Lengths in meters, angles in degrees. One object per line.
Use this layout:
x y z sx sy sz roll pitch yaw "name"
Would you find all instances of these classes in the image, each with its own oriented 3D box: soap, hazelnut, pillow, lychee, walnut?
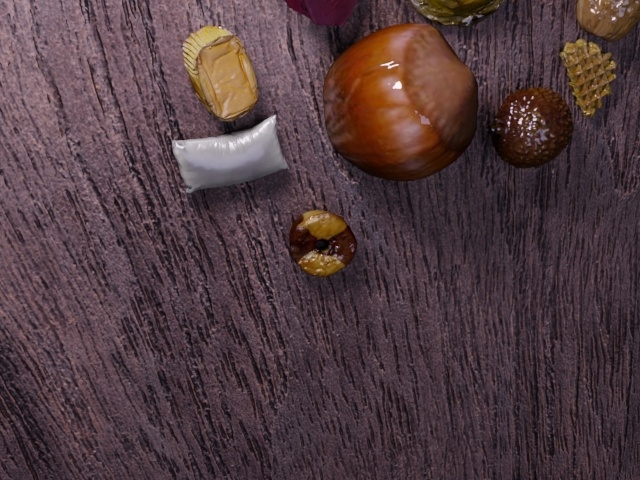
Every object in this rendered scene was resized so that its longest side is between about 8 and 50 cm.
-0.002 -0.538 1.637 0.162 0.099 0.250 -53 159 -6 "soap"
0.176 -0.295 1.775 0.372 0.315 0.373 9 121 16 "hazelnut"
-0.203 -0.196 1.832 0.253 0.078 0.144 -14 121 -8 "pillow"
0.506 -0.272 1.940 0.238 0.200 0.200 -4 119 -29 "lychee"
0.673 -0.558 1.851 0.155 0.155 0.184 11 111 -22 "walnut"

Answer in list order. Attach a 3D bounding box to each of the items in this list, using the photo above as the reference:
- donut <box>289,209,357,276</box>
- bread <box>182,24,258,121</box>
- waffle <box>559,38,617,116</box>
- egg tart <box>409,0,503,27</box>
0.000 0.000 2.003 0.166 0.073 0.184 -45 121 9 "donut"
-0.216 -0.361 1.723 0.132 0.114 0.191 -26 131 -13 "bread"
0.652 -0.407 1.991 0.192 0.046 0.161 22 109 -25 "waffle"
0.316 -0.603 1.745 0.294 0.116 0.295 -7 118 -14 "egg tart"
